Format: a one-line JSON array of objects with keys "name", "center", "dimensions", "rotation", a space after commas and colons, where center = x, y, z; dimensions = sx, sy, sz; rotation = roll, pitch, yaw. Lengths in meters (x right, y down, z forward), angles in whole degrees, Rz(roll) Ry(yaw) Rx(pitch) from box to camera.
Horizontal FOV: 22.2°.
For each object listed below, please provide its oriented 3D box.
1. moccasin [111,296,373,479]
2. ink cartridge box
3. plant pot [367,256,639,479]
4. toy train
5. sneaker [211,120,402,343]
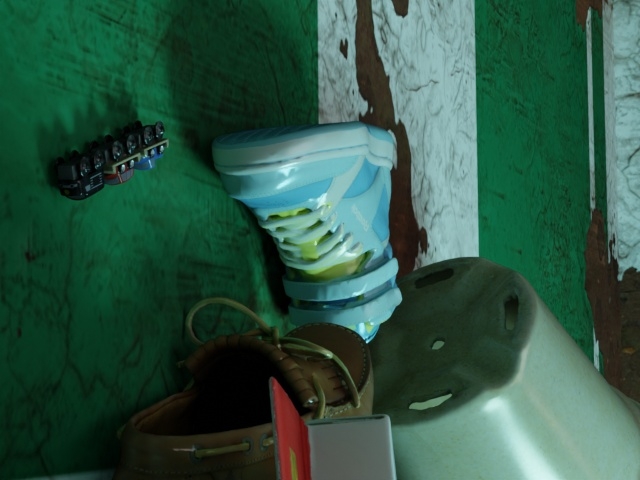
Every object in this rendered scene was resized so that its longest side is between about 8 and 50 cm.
[{"name": "moccasin", "center": [-0.057, 0.130, 1.301], "dimensions": [0.380, 0.139, 0.147], "rotation": [-26, 121, -59]}, {"name": "ink cartridge box", "center": [0.025, 0.255, 1.031], "dimensions": [0.261, 0.066, 0.296], "rotation": [76, 9, -69]}, {"name": "plant pot", "center": [0.176, 0.195, 1.719], "dimensions": [0.305, 0.333, 0.334], "rotation": [57, 35, -35]}, {"name": "toy train", "center": [-0.150, -0.058, 1.194], "dimensions": [0.158, 0.027, 0.036], "rotation": [-40, 128, -65]}, {"name": "sneaker", "center": [0.000, 0.000, 1.465], "dimensions": [0.319, 0.127, 0.208], "rotation": [-5, 91, -70]}]
